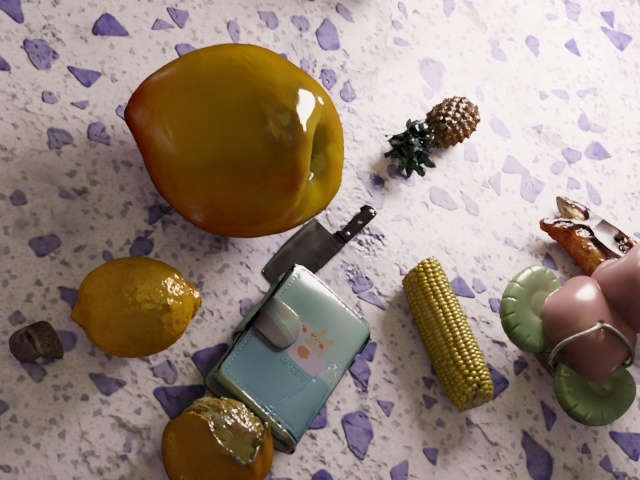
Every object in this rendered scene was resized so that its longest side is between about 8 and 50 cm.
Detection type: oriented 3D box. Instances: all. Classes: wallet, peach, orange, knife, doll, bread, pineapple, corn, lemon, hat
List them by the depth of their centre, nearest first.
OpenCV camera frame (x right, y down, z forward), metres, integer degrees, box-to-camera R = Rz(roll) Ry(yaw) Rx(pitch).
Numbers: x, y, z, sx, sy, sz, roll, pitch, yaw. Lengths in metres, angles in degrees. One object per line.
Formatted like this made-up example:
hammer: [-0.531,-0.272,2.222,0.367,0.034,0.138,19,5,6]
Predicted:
orange: [-0.135,0.283,1.670,0.156,0.134,0.157,12,67,-32]
hat: [-0.389,0.144,1.673,0.058,0.042,0.087,65,20,12]
lemon: [-0.251,0.092,1.708,0.187,0.142,0.142,-5,66,-25]
wallet: [-0.045,0.169,1.819,0.176,0.075,0.250,42,51,-5]
peach: [-0.126,-0.152,1.846,0.307,0.289,0.289,13,47,26]
corn: [0.200,0.149,1.960,0.081,0.081,0.248,-12,71,-33]
knife: [0.000,0.000,1.976,0.072,0.019,0.245,46,54,3]
doll: [0.443,0.139,2.016,0.268,0.216,0.284,-37,87,-32]
pineapple: [0.207,-0.186,2.154,0.221,0.083,0.103,-33,81,-35]
bread: [0.506,0.030,2.196,0.269,0.095,0.139,37,37,14]
